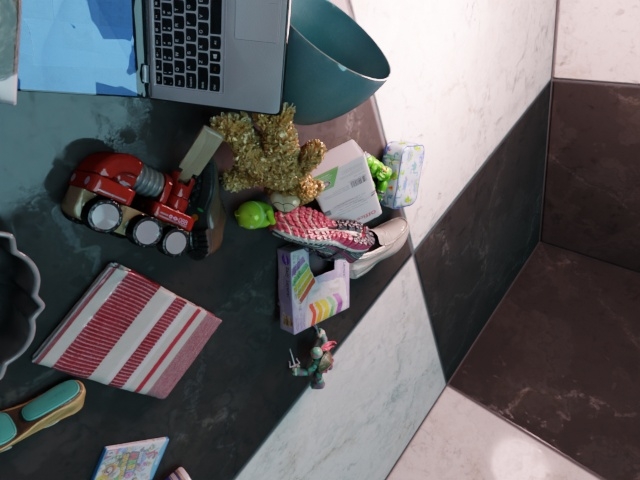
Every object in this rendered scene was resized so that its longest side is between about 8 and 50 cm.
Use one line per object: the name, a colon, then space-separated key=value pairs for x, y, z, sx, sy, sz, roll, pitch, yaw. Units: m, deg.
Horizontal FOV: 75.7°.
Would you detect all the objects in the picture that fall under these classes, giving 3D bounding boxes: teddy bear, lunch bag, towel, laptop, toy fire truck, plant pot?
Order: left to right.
laptop: x=-0.265 y=-0.396 z=0.593 sx=0.236 sy=0.407 sz=0.382 roll=-60 pitch=159 yaw=-67
towel: x=-0.398 y=0.211 z=0.905 sx=0.237 sy=0.037 sz=0.329 roll=-55 pitch=138 yaw=-10
toy fire truck: x=-0.307 y=-0.112 z=0.760 sx=0.217 sy=0.158 sz=0.247 roll=29 pitch=77 yaw=-50
teddy bear: x=-0.101 y=-0.163 z=0.891 sx=0.244 sy=0.113 sz=0.338 roll=-9 pitch=151 yaw=-9
plant pot: x=-0.024 y=-0.363 z=0.873 sx=0.290 sy=0.290 sz=0.195 roll=-10 pitch=152 yaw=-45
lunch bag: x=0.271 y=-0.219 z=1.379 sx=0.176 sy=0.090 sz=0.219 roll=-18 pitch=121 yaw=-46

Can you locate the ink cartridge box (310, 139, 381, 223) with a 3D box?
ink cartridge box: x=0.063 y=-0.140 z=1.147 sx=0.160 sy=0.093 sz=0.220 roll=-25 pitch=134 yaw=0

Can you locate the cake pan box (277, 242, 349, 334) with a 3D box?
cake pan box: x=-0.014 y=0.114 z=1.237 sx=0.245 sy=0.070 sz=0.267 roll=-17 pitch=113 yaw=-44

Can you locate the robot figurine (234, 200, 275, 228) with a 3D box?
robot figurine: x=-0.157 y=-0.062 z=0.991 sx=0.115 sy=0.101 sz=0.067 roll=-16 pitch=106 yaw=-69

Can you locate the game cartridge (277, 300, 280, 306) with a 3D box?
game cartridge: x=-0.090 y=0.174 z=1.243 sx=0.083 sy=0.017 sz=0.056 roll=-49 pitch=142 yaw=-19

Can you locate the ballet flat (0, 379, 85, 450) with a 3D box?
ballet flat: x=-0.559 y=0.347 z=0.765 sx=0.232 sy=0.080 sz=0.073 roll=-21 pitch=139 yaw=-39

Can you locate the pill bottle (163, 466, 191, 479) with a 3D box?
pill bottle: x=-0.417 y=0.696 z=1.085 sx=0.169 sy=0.094 sz=0.094 roll=-31 pitch=130 yaw=-34

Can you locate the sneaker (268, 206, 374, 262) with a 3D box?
sneaker: x=0.000 y=0.000 z=1.107 sx=0.298 sy=0.121 sz=0.112 roll=15 pitch=131 yaw=-24

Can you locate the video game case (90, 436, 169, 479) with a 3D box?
video game case: x=-0.470 y=0.551 z=1.013 sx=0.166 sy=0.015 sz=0.119 roll=21 pitch=93 yaw=-51

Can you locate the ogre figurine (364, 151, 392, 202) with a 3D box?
ogre figurine: x=0.147 y=-0.195 z=1.261 sx=0.197 sy=0.097 sz=0.118 roll=27 pitch=104 yaw=-23

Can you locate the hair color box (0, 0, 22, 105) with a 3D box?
hair color box: x=-0.530 y=-0.275 z=0.410 sx=0.374 sy=0.113 sz=0.186 roll=1 pitch=109 yaw=-41

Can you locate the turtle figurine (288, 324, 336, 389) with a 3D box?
turtle figurine: x=-0.014 y=0.398 z=1.372 sx=0.175 sy=0.118 sz=0.234 roll=-43 pitch=141 yaw=-25

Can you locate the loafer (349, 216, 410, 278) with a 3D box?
loafer: x=0.193 y=0.006 z=1.396 sx=0.319 sy=0.112 sz=0.112 roll=-38 pitch=142 yaw=-28

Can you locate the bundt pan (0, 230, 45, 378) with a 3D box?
bundt pan: x=-0.584 y=0.085 z=0.562 sx=0.330 sy=0.124 sz=0.331 roll=-23 pitch=124 yaw=-39

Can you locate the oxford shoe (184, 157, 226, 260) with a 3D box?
oxford shoe: x=-0.250 y=-0.078 z=0.902 sx=0.096 sy=0.082 sz=0.228 roll=-32 pitch=132 yaw=-66
